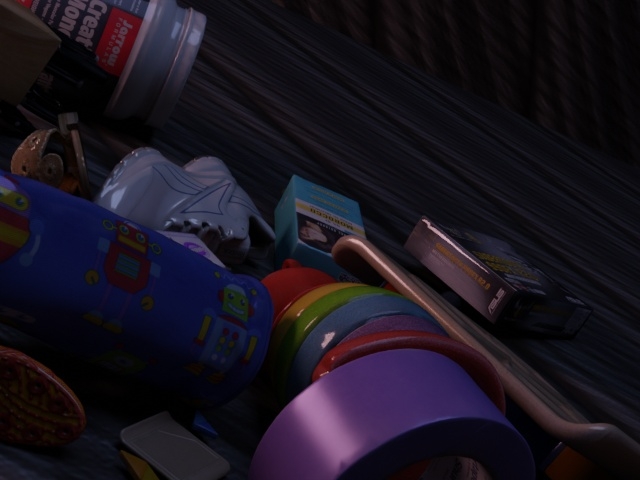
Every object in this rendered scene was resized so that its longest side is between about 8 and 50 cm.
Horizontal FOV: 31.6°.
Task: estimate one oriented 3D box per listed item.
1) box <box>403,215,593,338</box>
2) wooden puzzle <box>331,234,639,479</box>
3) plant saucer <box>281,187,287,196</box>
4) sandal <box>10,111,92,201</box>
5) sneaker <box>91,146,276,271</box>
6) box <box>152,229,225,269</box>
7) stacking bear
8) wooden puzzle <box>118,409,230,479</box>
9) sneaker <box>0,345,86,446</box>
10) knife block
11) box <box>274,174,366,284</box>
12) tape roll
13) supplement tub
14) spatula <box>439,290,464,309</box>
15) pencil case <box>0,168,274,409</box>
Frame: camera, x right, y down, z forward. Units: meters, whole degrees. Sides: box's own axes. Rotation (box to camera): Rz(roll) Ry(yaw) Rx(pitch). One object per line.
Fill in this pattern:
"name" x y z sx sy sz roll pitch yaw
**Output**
"box" 0.248 0.053 1.557 0.231 0.056 0.183 15 22 -50
"wooden puzzle" 0.184 0.153 1.106 0.348 0.080 0.322 38 1 42
"plant saucer" -0.015 -0.057 1.588 0.083 0.015 0.083 24 19 -9
"sandal" -0.293 -0.082 1.220 0.079 0.088 0.240 -11 21 -10
"sneaker" -0.141 -0.023 1.192 0.129 0.111 0.297 39 22 17
"box" -0.230 0.023 1.004 0.324 0.067 0.063 5 29 -47
"stacking bear" 0.017 0.106 0.987 0.164 0.175 0.289 -14 22 -21
"wooden puzzle" -0.113 0.165 0.869 0.078 0.014 0.116 41 23 24
"sneaker" -0.244 0.090 0.813 0.175 0.064 0.067 30 9 -1
"knife block" -0.355 -0.237 1.267 0.242 0.275 0.088 -24 47 -29
"box" 0.000 0.000 1.386 0.101 0.060 0.244 23 19 -12
"tape roll" 0.050 0.174 0.788 0.189 0.189 0.080 14 24 -35
"supplement tub" -0.307 -0.275 1.490 0.272 0.191 0.191 22 19 -15
"spatula" 0.133 0.094 1.366 0.084 0.030 0.296 33 19 14
"pencil case" -0.185 0.036 0.880 0.306 0.133 0.119 27 51 -35
